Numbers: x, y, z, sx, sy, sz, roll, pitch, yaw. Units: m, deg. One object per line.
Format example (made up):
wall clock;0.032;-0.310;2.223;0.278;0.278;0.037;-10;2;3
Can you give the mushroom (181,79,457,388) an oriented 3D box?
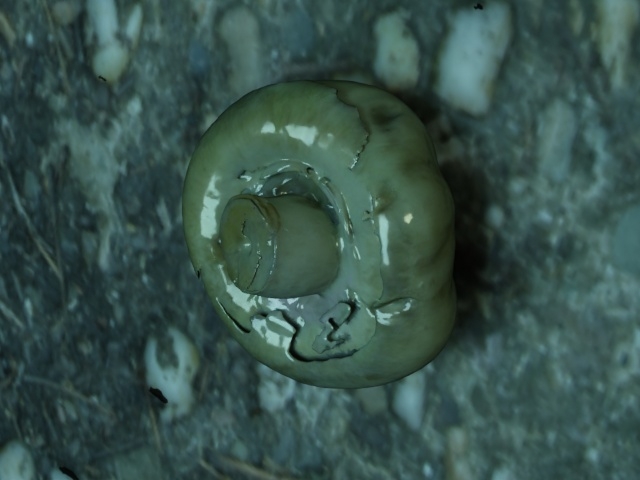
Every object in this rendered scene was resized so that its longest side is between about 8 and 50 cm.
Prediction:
mushroom;0.000;0.000;0.906;0.154;0.122;0.154;9;105;34
